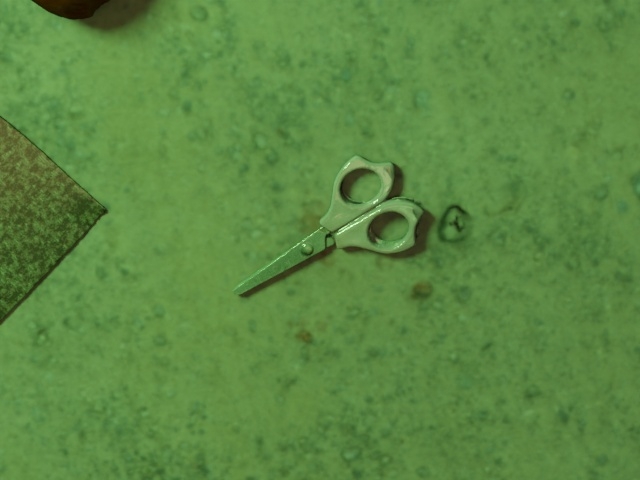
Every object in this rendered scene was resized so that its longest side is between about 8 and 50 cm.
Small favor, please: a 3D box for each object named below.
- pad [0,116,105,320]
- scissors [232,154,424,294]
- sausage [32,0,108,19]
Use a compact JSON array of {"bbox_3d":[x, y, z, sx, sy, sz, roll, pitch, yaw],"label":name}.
[{"bbox_3d":[-0.330,0.001,1.652,0.158,0.003,0.235,42,103,-13],"label":"pad"},{"bbox_3d":[0.000,0.000,1.651,0.189,0.015,0.100,-31,104,11],"label":"scissors"},{"bbox_3d":[-0.286,-0.302,1.515,0.089,0.083,0.300,-45,104,0],"label":"sausage"}]
